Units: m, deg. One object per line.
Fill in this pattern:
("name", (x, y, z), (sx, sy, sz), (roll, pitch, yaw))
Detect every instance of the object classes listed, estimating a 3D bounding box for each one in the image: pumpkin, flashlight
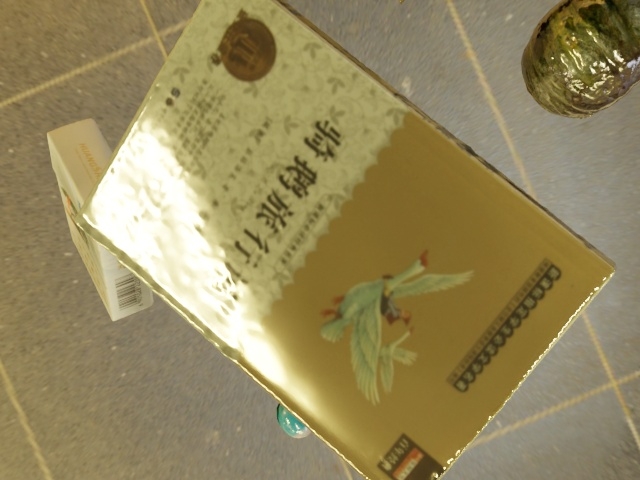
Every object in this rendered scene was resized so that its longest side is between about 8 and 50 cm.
("pumpkin", (0.297, -0.210, 1.097), (0.183, 0.107, 0.119), (-36, 83, 1))
("flashlight", (0.010, 0.181, 1.189), (0.129, 0.051, 0.051), (-24, 91, 23))

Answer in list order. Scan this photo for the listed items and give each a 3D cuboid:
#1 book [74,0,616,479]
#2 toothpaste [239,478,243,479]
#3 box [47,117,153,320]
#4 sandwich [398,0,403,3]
("book", (0.000, 0.000, 0.691), (0.310, 0.021, 0.217), (40, 111, 12))
("toothpaste", (-0.157, 0.343, 1.121), (0.234, 0.089, 0.057), (-36, 98, -21))
("box", (-0.274, -0.023, 1.353), (0.067, 0.233, 0.149), (-25, 60, -20))
("sandwich", (0.079, -0.408, 0.937), (0.271, 0.099, 0.301), (-37, 80, -3))
